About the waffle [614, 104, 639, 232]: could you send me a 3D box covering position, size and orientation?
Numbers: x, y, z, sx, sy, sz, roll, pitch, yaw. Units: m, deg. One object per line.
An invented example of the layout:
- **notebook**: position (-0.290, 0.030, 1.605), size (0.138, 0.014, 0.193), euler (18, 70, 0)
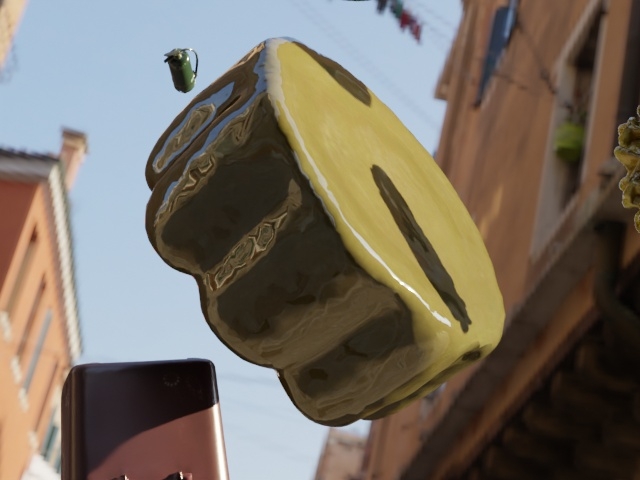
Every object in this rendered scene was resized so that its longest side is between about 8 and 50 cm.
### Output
- **waffle**: position (0.369, -0.072, 1.263), size (0.191, 0.191, 0.038), euler (7, -23, 13)

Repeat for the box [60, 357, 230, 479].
- **box**: position (-0.201, 0.235, 1.469), size (0.193, 0.167, 0.294), euler (0, -17, -14)

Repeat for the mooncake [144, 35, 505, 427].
- **mooncake**: position (0.000, 0.000, 1.299), size (0.201, 0.378, 0.378), euler (-37, -49, 21)

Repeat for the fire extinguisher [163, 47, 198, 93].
- **fire extinguisher**: position (-0.151, -0.191, 1.456), size (0.038, 0.025, 0.083), euler (-30, -17, -7)
